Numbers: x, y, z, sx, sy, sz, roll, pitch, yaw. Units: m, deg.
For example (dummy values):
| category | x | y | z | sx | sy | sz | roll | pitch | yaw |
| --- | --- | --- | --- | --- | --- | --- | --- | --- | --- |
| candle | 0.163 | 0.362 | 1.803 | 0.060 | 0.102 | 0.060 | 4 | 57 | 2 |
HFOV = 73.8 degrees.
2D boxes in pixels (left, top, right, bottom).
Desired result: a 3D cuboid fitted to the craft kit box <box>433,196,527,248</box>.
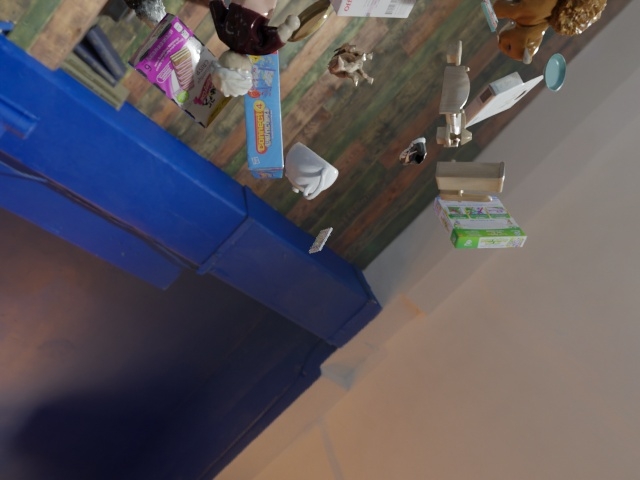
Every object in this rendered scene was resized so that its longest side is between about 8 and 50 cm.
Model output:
| category | x | y | z | sx | sy | sz | roll | pitch | yaw |
| --- | --- | --- | --- | --- | --- | --- | --- | --- | --- |
| craft kit box | 0.567 | -0.070 | 1.539 | 0.247 | 0.249 | 0.061 | -99 | -169 | -53 |

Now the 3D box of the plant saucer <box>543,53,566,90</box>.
| category | x | y | z | sx | sy | sz | roll | pitch | yaw |
| --- | --- | --- | --- | --- | --- | --- | --- | --- | --- |
| plant saucer | 0.808 | -0.582 | 1.479 | 0.119 | 0.119 | 0.021 | -57 | -146 | -6 |

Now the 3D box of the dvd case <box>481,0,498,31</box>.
| category | x | y | z | sx | sy | sz | roll | pitch | yaw |
| --- | --- | --- | --- | --- | --- | --- | --- | --- | --- |
| dvd case | 0.508 | -0.680 | 1.276 | 0.013 | 0.087 | 0.119 | -17 | -153 | 37 |

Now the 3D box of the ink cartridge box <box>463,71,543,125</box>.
| category | x | y | z | sx | sy | sz | roll | pitch | yaw |
| --- | --- | --- | --- | --- | --- | --- | --- | --- | --- |
| ink cartridge box | 0.697 | -0.559 | 1.656 | 0.238 | 0.060 | 0.275 | -26 | 174 | -10 |

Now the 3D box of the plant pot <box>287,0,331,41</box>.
| category | x | y | z | sx | sy | sz | roll | pitch | yaw |
| --- | --- | --- | --- | --- | --- | --- | --- | --- | --- |
| plant pot | -0.048 | -0.885 | 1.727 | 0.236 | 0.032 | 0.236 | -24 | -137 | 25 |

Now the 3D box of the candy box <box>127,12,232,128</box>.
| category | x | y | z | sx | sy | sz | roll | pitch | yaw |
| --- | --- | --- | --- | --- | --- | --- | --- | --- | --- |
| candy box | -0.336 | -0.422 | 1.082 | 0.159 | 0.233 | 0.071 | -50 | -132 | 2 |

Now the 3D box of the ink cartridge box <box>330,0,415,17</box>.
| category | x | y | z | sx | sy | sz | roll | pitch | yaw |
| --- | --- | --- | --- | --- | --- | --- | --- | --- | --- |
| ink cartridge box | 0.167 | -0.848 | 1.328 | 0.198 | 0.269 | 0.197 | 125 | -50 | -60 |

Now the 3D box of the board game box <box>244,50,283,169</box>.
| category | x | y | z | sx | sy | sz | roll | pitch | yaw |
| --- | --- | --- | --- | --- | --- | --- | --- | --- | --- |
| board game box | -0.151 | -0.332 | 1.147 | 0.302 | 0.086 | 0.309 | -148 | -125 | -83 |

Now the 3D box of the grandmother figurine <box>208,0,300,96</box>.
| category | x | y | z | sx | sy | sz | roll | pitch | yaw |
| --- | --- | --- | --- | --- | --- | --- | --- | --- | --- |
| grandmother figurine | -0.133 | -0.447 | 0.834 | 0.207 | 0.104 | 0.343 | 34 | -65 | 20 |

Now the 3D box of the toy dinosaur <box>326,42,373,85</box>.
| category | x | y | z | sx | sy | sz | roll | pitch | yaw |
| --- | --- | --- | --- | --- | --- | --- | --- | --- | --- |
| toy dinosaur | 0.090 | -0.687 | 1.658 | 0.200 | 0.127 | 0.295 | 22 | -147 | 21 |

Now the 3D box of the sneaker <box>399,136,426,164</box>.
| category | x | y | z | sx | sy | sz | roll | pitch | yaw |
| --- | --- | --- | --- | --- | --- | --- | --- | --- | --- |
| sneaker | 0.463 | -0.416 | 2.133 | 0.234 | 0.078 | 0.106 | 127 | -47 | -69 |

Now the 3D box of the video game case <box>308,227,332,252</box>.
| category | x | y | z | sx | sy | sz | roll | pitch | yaw |
| --- | --- | --- | --- | --- | --- | --- | --- | --- | --- |
| video game case | 0.000 | 0.000 | 1.866 | 0.087 | 0.011 | 0.122 | -17 | -142 | 55 |

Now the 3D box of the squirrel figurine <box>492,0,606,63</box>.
| category | x | y | z | sx | sy | sz | roll | pitch | yaw |
| --- | --- | --- | --- | --- | --- | --- | --- | --- | --- |
| squirrel figurine | 0.854 | -0.871 | 1.609 | 0.396 | 0.371 | 0.281 | 12 | -137 | 21 |

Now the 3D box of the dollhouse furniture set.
| category | x | y | z | sx | sy | sz | roll | pitch | yaw |
| --- | --- | --- | --- | --- | --- | --- | --- | --- | --- |
| dollhouse furniture set | 0.440 | -0.319 | 1.214 | 0.173 | 0.303 | 0.356 | 6 | -102 | 21 |

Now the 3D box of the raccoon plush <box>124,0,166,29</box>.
| category | x | y | z | sx | sy | sz | roll | pitch | yaw |
| --- | --- | --- | --- | --- | --- | --- | --- | --- | --- |
| raccoon plush | -0.528 | -0.910 | 1.255 | 0.299 | 0.446 | 0.216 | -8 | -138 | 44 |

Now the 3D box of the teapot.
| category | x | y | z | sx | sy | sz | roll | pitch | yaw |
| --- | --- | --- | --- | --- | --- | --- | --- | --- | --- |
| teapot | -0.059 | -0.287 | 1.841 | 0.187 | 0.252 | 0.256 | -54 | 168 | 8 |
